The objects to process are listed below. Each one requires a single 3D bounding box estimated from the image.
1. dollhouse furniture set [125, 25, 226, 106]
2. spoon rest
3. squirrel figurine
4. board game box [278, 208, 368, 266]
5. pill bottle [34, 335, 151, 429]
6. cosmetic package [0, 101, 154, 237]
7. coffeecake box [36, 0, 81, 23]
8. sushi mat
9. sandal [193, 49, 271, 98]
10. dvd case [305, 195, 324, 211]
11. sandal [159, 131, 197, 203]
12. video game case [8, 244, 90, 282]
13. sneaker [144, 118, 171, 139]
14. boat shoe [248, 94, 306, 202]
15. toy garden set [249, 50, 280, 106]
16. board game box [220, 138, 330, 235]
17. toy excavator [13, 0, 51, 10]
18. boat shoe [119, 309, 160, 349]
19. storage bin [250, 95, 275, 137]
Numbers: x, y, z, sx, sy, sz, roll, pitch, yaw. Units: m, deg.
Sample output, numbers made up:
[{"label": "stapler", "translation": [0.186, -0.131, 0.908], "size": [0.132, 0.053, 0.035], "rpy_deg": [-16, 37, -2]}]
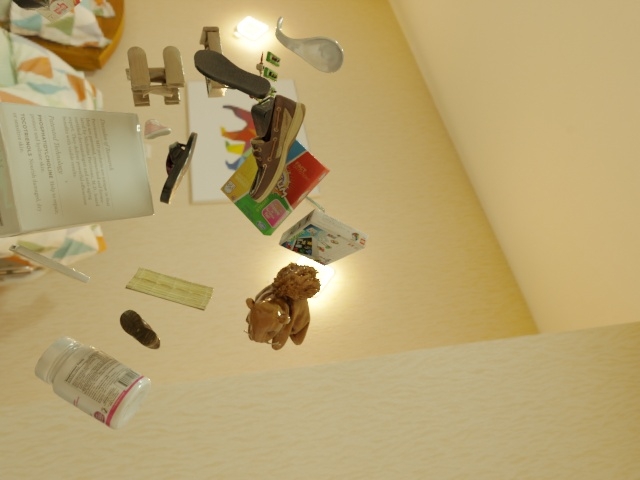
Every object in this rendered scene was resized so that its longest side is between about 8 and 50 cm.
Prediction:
[{"label": "dollhouse furniture set", "translation": [-0.619, -0.746, 1.986], "size": [0.362, 0.395, 0.256], "rpy_deg": [-176, -103, -71]}, {"label": "spoon rest", "translation": [-0.044, -0.681, 1.640], "size": [0.084, 0.277, 0.137], "rpy_deg": [-59, 176, -33]}, {"label": "squirrel figurine", "translation": [-0.170, 0.253, 1.924], "size": [0.396, 0.281, 0.370], "rpy_deg": [-61, 167, 0]}, {"label": "board game box", "translation": [0.000, 0.000, 1.540], "size": [0.305, 0.193, 0.053], "rpy_deg": [-30, -143, 63]}, {"label": "pill bottle", "translation": [-0.653, 0.403, 1.347], "size": [0.160, 0.283, 0.160], "rpy_deg": [-60, 175, -10]}, {"label": "cosmetic package", "translation": [-0.775, -0.194, 1.383], "size": [0.330, 0.394, 0.326], "rpy_deg": [-5, -84, 35]}, {"label": "coffeecake box", "translation": [-0.799, -0.735, 1.330], "size": [0.185, 0.143, 0.068], "rpy_deg": [35, 46, -50]}, {"label": "sushi mat", "translation": [-0.586, 0.190, 1.843], "size": [0.151, 0.317, 0.019], "rpy_deg": [-83, -169, -64]}, {"label": "sandal", "translation": [-0.280, -0.504, 1.455], "size": [0.097, 0.255, 0.054], "rpy_deg": [-65, -174, -29]}, {"label": "dvd case", "translation": [-0.020, -0.133, 1.789], "size": [0.013, 0.087, 0.119], "rpy_deg": [-52, 177, -4]}, {"label": "sandal", "translation": [-0.638, -0.348, 2.058], "size": [0.445, 0.107, 0.167], "rpy_deg": [-82, -163, -45]}, {"label": "video game case", "translation": [-0.897, 0.076, 1.548], "size": [0.206, 0.227, 0.026], "rpy_deg": [1, -119, 51]}, {"label": "sneaker", "translation": [-0.599, -0.414, 1.707], "size": [0.135, 0.051, 0.070], "rpy_deg": [-4, -90, 36]}, {"label": "boat shoe", "translation": [-0.166, -0.288, 1.469], "size": [0.341, 0.123, 0.123], "rpy_deg": [-64, -155, 14]}, {"label": "toy garden set", "translation": [-0.232, -0.706, 2.063], "size": [0.204, 0.049, 0.244], "rpy_deg": [-17, 119, -70]}, {"label": "board game box", "translation": [-0.161, -0.211, 1.630], "size": [0.242, 0.316, 0.064], "rpy_deg": [45, 11, 12]}, {"label": "toy excavator", "translation": [-0.547, -0.644, 0.820], "size": [0.445, 0.223, 0.432], "rpy_deg": [75, 15, -47]}, {"label": "boat shoe", "translation": [-0.563, 0.283, 1.463], "size": [0.178, 0.064, 0.060], "rpy_deg": [32, -26, 29]}, {"label": "storage bin", "translation": [-0.194, -0.470, 1.887], "size": [0.084, 0.122, 0.180], "rpy_deg": [32, -32, 35]}]
